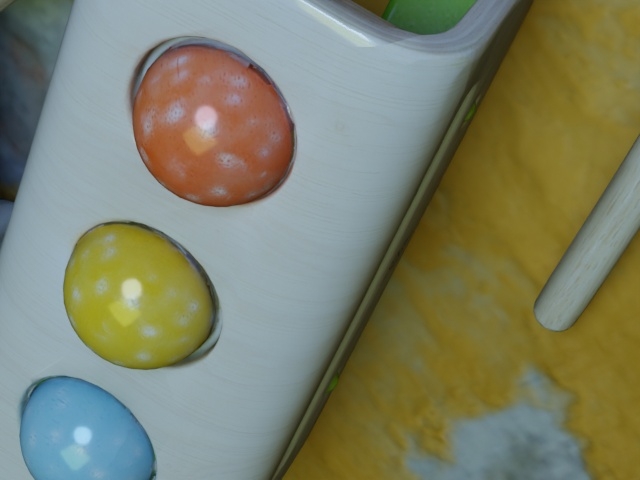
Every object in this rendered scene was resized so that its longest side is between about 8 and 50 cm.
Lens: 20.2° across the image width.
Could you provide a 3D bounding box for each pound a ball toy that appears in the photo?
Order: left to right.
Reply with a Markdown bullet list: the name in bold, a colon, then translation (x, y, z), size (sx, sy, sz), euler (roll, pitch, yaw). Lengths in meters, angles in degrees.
- **pound a ball toy**: translation (0.000, 0.000, 0.609), size (0.208, 0.136, 0.319), euler (32, 131, 7)

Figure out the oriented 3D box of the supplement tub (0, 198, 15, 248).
- **supplement tub**: translation (-0.175, 0.008, 0.753), size (0.107, 0.071, 0.071), euler (13, 124, 20)

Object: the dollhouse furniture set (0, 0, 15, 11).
- **dollhouse furniture set**: translation (-0.099, -0.245, 0.489), size (0.355, 0.174, 0.303), euler (-27, 105, 37)
